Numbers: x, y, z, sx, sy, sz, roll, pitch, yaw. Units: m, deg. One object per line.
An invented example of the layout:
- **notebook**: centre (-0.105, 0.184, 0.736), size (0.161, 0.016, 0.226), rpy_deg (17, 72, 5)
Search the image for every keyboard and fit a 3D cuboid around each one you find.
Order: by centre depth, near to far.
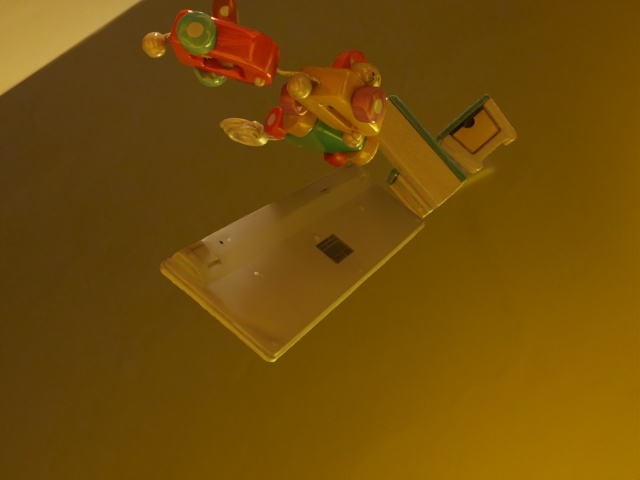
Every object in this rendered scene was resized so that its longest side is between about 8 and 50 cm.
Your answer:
- **keyboard**: centre (0.000, 0.000, 0.508), size (0.072, 0.014, 0.256), rpy_deg (44, -152, 6)

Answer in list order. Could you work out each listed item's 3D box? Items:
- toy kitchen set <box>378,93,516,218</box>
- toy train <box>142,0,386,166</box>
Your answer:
- **toy kitchen set**: centre (0.143, -0.127, 0.968), size (0.122, 0.166, 0.207), rpy_deg (49, 178, 3)
- **toy train**: centre (-0.020, -0.089, 0.473), size (0.166, 0.125, 0.046), rpy_deg (64, -137, -80)
